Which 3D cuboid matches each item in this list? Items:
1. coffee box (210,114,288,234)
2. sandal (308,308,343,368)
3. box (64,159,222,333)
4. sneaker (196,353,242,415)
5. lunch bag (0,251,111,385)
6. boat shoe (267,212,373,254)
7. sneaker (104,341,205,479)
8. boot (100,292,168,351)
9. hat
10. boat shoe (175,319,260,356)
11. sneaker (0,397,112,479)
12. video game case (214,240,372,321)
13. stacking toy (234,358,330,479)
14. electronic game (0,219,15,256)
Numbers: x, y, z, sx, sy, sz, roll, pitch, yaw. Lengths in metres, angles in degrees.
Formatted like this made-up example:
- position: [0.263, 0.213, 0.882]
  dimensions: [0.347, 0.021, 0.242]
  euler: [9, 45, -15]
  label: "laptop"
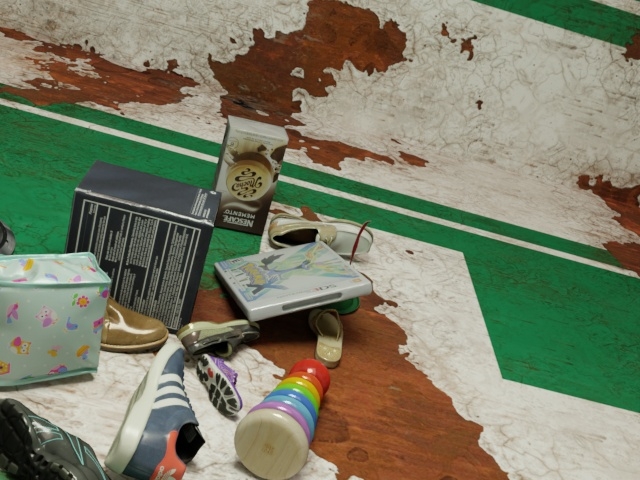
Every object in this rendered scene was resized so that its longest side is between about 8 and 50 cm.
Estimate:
- position: [-0.211, -0.182, 2.327]
  dimensions: [0.168, 0.297, 0.119]
  euler: [10, 23, -14]
  label: "coffee box"
- position: [0.024, 0.204, 1.962]
  dimensions: [0.088, 0.079, 0.240]
  euler: [14, 26, -9]
  label: "sandal"
- position: [-0.397, 0.014, 1.814]
  dimensions: [0.294, 0.296, 0.183]
  euler: [15, 26, -8]
  label: "box"
- position: [-0.192, 0.287, 1.675]
  dimensions: [0.071, 0.068, 0.170]
  euler: [7, 26, -34]
  label: "sneaker"
- position: [-0.549, 0.145, 1.542]
  dimensions: [0.262, 0.223, 0.160]
  euler: [-2, 26, -33]
  label: "lunch bag"
- position: [0.000, 0.000, 2.332]
  dimensions: [0.302, 0.113, 0.103]
  euler: [6, 27, 0]
  label: "boat shoe"
- position: [-0.276, 0.321, 1.505]
  dimensions: [0.148, 0.131, 0.350]
  euler: [28, 25, -9]
  label: "sneaker"
- position: [-0.462, 0.148, 1.719]
  dimensions: [0.305, 0.115, 0.112]
  euler: [14, 23, -11]
  label: "boot"
- position: [0.043, 0.060, 2.139]
  dimensions: [0.173, 0.184, 0.208]
  euler: [11, 26, -14]
  label: "hat"
- position: [-0.215, 0.219, 1.792]
  dimensions: [0.223, 0.080, 0.073]
  euler: [6, 55, -50]
  label: "boat shoe"
- position: [-0.449, 0.357, 1.362]
  dimensions: [0.267, 0.101, 0.106]
  euler: [37, 13, 28]
  label: "sneaker"
- position: [-0.076, 0.090, 1.998]
  dimensions: [0.300, 0.036, 0.329]
  euler: [-12, 21, -18]
  label: "video game case"
- position: [-0.052, 0.324, 1.623]
  dimensions: [0.141, 0.141, 0.330]
  euler: [22, 22, 7]
  label: "stacking toy"
- position: [-0.813, -0.004, 1.867]
  dimensions: [0.229, 0.048, 0.229]
  euler: [16, 33, -11]
  label: "electronic game"
